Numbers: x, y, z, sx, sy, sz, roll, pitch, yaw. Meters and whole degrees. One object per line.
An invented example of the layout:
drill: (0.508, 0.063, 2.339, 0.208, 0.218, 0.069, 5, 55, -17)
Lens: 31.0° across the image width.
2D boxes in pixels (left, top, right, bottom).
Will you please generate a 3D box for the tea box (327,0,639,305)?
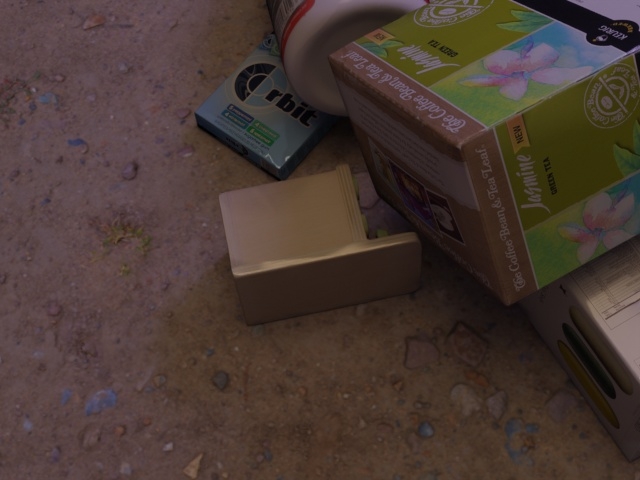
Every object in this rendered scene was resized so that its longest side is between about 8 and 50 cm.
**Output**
tea box: (0.236, -0.146, 1.320, 0.323, 0.220, 0.329, -29, 33, -11)

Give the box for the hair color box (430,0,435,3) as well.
hair color box: (0.310, -0.356, 1.575, 0.339, 0.110, 0.185, -45, 43, -1)

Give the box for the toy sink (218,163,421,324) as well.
toy sink: (0.000, 0.000, 1.471, 0.234, 0.153, 0.131, -12, 63, -2)

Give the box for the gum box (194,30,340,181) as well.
gum box: (-0.059, -0.194, 1.631, 0.157, 0.041, 0.184, 35, 69, 18)

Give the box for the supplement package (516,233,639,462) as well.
supplement package: (0.389, 0.084, 1.382, 0.198, 0.199, 0.263, -28, 66, -10)

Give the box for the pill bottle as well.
pill bottle: (0.024, -0.362, 1.592, 0.210, 0.210, 0.363, -12, 50, -3)
